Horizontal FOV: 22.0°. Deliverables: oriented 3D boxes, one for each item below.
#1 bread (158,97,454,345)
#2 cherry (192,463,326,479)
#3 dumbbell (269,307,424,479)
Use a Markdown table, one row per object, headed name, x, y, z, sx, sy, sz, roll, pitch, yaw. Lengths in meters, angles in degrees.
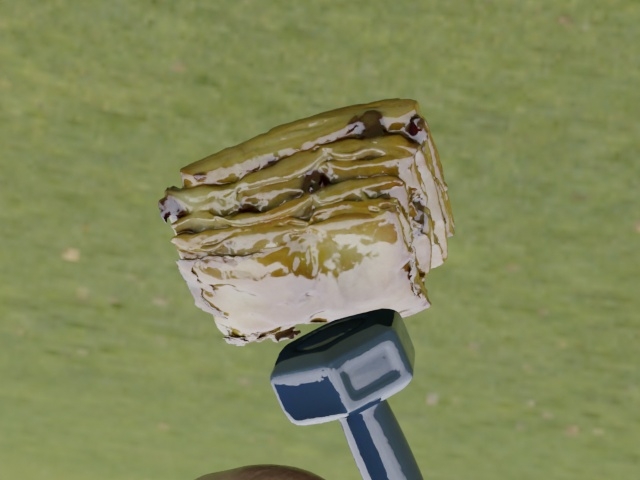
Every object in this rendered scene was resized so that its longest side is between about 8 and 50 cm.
| name | x | y | z | sx | sy | sz | roll | pitch | yaw |
| --- | --- | --- | --- | --- | --- | --- | --- | --- | --- |
| bread | 0.000 | 0.000 | 1.897 | 0.325 | 0.167 | 0.277 | -20 | 140 | 3 |
| cherry | -0.045 | 0.317 | 1.570 | 0.239 | 0.239 | 0.206 | 3 | 178 | 22 |
| dumbbell | 0.071 | 0.236 | 1.690 | 0.160 | 0.325 | 0.144 | -18 | -168 | 38 |
